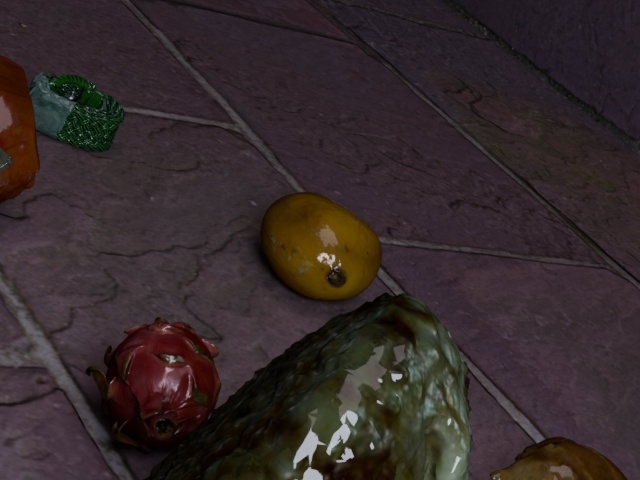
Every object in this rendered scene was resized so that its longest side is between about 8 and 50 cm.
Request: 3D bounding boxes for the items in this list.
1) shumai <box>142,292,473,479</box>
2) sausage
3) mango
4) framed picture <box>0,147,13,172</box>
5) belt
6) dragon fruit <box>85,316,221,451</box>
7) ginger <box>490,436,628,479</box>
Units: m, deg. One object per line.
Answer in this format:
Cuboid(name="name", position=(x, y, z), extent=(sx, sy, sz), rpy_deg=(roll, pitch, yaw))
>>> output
Cuboid(name="shumai", position=(0.012, 0.281, 1.179), extent=(0.348, 0.395, 0.395), rpy_deg=(53, 24, -2))
Cuboid(name="sausage", position=(-0.432, -0.145, 1.794), extent=(0.141, 0.153, 0.268), rpy_deg=(-6, 30, -11))
Cuboid(name="mango", position=(0.000, 0.000, 2.008), extent=(0.177, 0.119, 0.317), rpy_deg=(21, 14, -7))
Cuboid(name="framed picture", position=(-0.502, -0.107, 1.646), extent=(0.260, 0.189, 0.023), rpy_deg=(39, -19, 29))
Cuboid(name="belt", position=(-0.362, -0.198, 2.083), extent=(0.151, 0.079, 0.121), rpy_deg=(18, 24, -18))
Cuboid(name="dragon fruit", position=(-0.165, 0.156, 1.470), extent=(0.136, 0.133, 0.166), rpy_deg=(-19, 28, 1))
Cuboid(name="ginger", position=(0.351, 0.340, 1.598), extent=(0.357, 0.152, 0.274), rpy_deg=(30, 3, 8))
